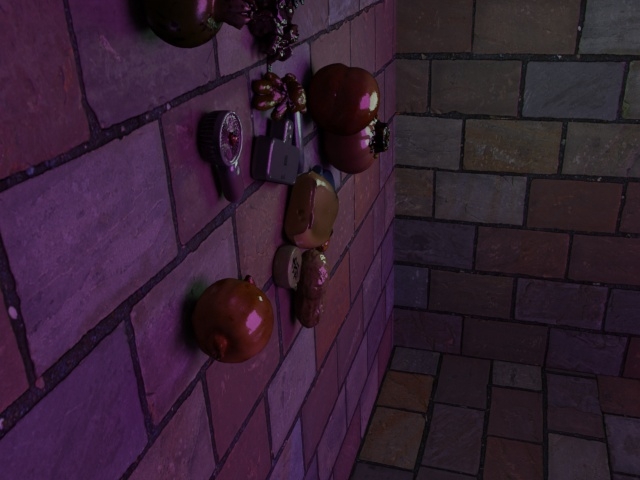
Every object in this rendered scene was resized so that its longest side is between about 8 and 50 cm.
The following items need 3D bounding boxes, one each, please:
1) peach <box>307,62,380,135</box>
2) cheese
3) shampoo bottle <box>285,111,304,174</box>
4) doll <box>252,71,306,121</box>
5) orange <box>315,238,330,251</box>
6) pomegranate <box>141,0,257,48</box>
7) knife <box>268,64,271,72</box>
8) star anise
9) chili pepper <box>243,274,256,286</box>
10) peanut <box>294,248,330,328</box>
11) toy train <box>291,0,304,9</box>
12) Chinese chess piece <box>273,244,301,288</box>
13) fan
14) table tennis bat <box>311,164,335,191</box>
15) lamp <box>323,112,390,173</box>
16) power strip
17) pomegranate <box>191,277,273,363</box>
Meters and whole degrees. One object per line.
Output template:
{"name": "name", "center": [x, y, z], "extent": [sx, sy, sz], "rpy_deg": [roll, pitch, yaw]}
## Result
{"name": "peach", "center": [0.077, -0.477, 2.162], "extent": [0.252, 0.252, 0.252], "rpy_deg": [5, 90, -74]}
{"name": "cheese", "center": [-0.023, -0.094, 2.176], "extent": [0.316, 0.128, 0.259], "rpy_deg": [19, 86, -68]}
{"name": "shampoo bottle", "center": [-0.080, -0.328, 2.017], "extent": [0.087, 0.049, 0.233], "rpy_deg": [-68, 158, -63]}
{"name": "doll", "center": [-0.110, -0.412, 1.789], "extent": [0.209, 0.097, 0.137], "rpy_deg": [-26, 105, -53]}
{"name": "orange", "center": [0.000, 0.000, 2.378], "extent": [0.086, 0.062, 0.086], "rpy_deg": [-36, 135, -47]}
{"name": "pomegranate", "center": [-0.231, -0.462, 1.197], "extent": [0.179, 0.211, 0.179], "rpy_deg": [169, -90, -89]}
{"name": "knife", "center": [-0.145, -0.486, 1.815], "extent": [0.023, 0.010, 0.170], "rpy_deg": [-32, 126, -68]}
{"name": "star anise", "center": [-0.114, -0.589, 1.734], "extent": [0.214, 0.099, 0.220], "rpy_deg": [83, 20, -44]}
{"name": "chili pepper", "center": [-0.191, 0.170, 1.787], "extent": [0.088, 0.065, 0.169], "rpy_deg": [-60, 148, -56]}
{"name": "peanut", "center": [-0.032, 0.174, 2.187], "extent": [0.136, 0.120, 0.298], "rpy_deg": [-75, 171, -60]}
{"name": "toy train", "center": [-0.082, -0.734, 1.885], "extent": [0.122, 0.050, 0.081], "rpy_deg": [-59, 145, -55]}
{"name": "Chinese chess piece", "center": [-0.104, 0.085, 2.052], "extent": [0.144, 0.058, 0.144], "rpy_deg": [6, 90, -74]}
{"name": "fan", "center": [-0.224, -0.198, 1.527], "extent": [0.130, 0.074, 0.244], "rpy_deg": [-69, 158, -45]}
{"name": "table tennis bat", "center": [0.013, -0.181, 2.402], "extent": [0.329, 0.044, 0.215], "rpy_deg": [68, 33, -62]}
{"name": "lamp", "center": [0.141, -0.401, 2.409], "extent": [0.305, 0.240, 0.305], "rpy_deg": [6, 90, -74]}
{"name": "power strip", "center": [-0.124, -0.265, 1.868], "extent": [0.265, 0.059, 0.193], "rpy_deg": [-2, 101, -74]}
{"name": "pomegranate", "center": [-0.211, 0.190, 1.507], "extent": [0.207, 0.207, 0.207], "rpy_deg": [5, 90, -74]}
